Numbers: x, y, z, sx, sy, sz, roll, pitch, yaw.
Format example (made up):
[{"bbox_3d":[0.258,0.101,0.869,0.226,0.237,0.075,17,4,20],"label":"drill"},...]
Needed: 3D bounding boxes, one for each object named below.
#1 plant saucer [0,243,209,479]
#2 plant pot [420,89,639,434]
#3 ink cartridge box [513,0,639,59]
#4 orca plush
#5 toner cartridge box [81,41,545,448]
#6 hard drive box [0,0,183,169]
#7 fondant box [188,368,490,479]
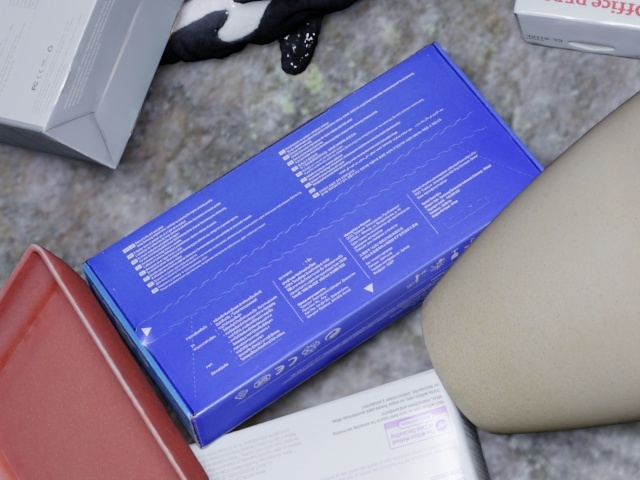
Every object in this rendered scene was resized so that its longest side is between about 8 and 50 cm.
[{"bbox_3d":[-0.199,0.169,1.534,0.259,0.048,0.258,55,134,18],"label":"plant saucer"},{"bbox_3d":[0.221,0.036,1.443,0.274,0.256,0.256,-29,71,25],"label":"plant pot"},{"bbox_3d":[0.241,-0.249,1.581,0.127,0.072,0.175,9,79,14],"label":"ink cartridge box"},{"bbox_3d":[-0.052,-0.178,1.619,0.287,0.151,0.102,-28,104,2],"label":"orca plush"},{"bbox_3d":[0.000,0.000,1.529,0.348,0.075,0.165,-32,66,-12],"label":"toner cartridge box"},{"bbox_3d":[-0.243,-0.173,1.616,0.232,0.089,0.181,15,80,43],"label":"hard drive box"},{"bbox_3d":[0.036,0.293,1.488,0.238,0.096,0.330,-18,73,9],"label":"fondant box"}]
